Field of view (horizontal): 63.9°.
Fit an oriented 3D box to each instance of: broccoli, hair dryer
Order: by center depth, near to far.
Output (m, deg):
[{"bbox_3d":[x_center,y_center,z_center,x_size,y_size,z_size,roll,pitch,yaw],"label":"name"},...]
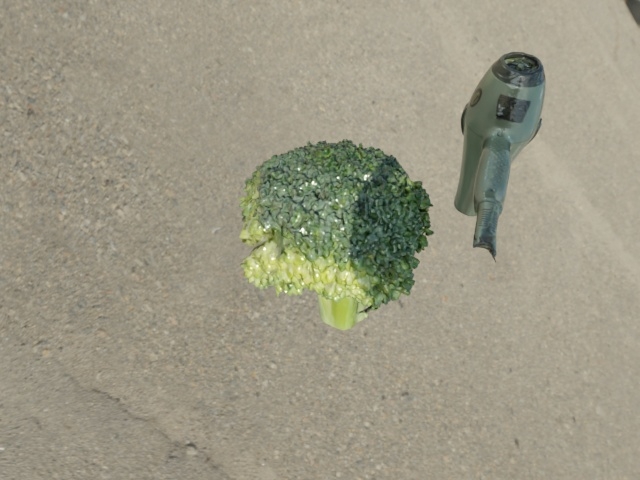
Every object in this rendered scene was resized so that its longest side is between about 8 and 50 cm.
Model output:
[{"bbox_3d":[0.194,-0.059,0.624,0.093,0.229,0.267,16,69,11],"label":"hair dryer"},{"bbox_3d":[-0.013,-0.011,0.788,0.249,0.375,0.301,3,108,-42],"label":"broccoli"}]
